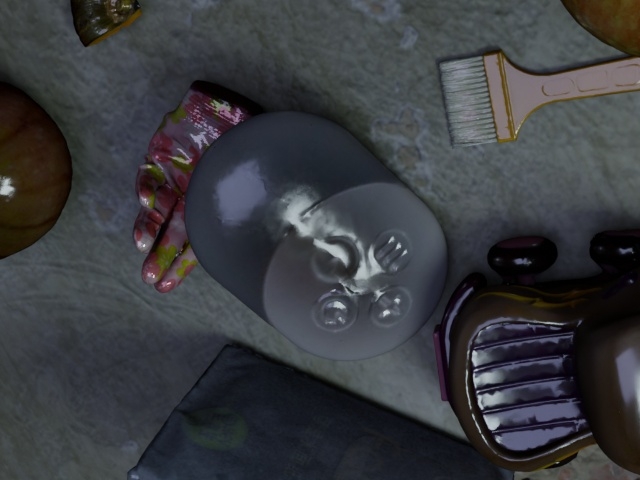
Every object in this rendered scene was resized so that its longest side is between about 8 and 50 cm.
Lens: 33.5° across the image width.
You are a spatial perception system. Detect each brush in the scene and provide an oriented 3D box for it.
[{"bbox_3d":[0.268,-0.169,1.156,0.272,0.013,0.103,-8,103,17],"label":"brush"}]

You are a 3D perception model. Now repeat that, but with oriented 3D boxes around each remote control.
[{"bbox_3d":[0.000,0.000,1.190,0.332,0.103,0.221,41,94,-20],"label":"remote control"}]

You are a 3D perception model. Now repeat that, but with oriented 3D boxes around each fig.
[{"bbox_3d":[-0.422,-0.084,1.277,0.235,0.214,0.235,21,126,32],"label":"fig"}]

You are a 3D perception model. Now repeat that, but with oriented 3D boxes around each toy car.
[{"bbox_3d":[0.284,0.140,1.116,0.341,0.240,0.271,-7,101,14],"label":"toy car"}]

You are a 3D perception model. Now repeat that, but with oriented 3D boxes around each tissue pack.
[{"bbox_3d":[0.006,0.296,1.213,0.394,0.288,0.124,23,120,9],"label":"tissue pack"}]

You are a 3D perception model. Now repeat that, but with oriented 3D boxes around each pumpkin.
[{"bbox_3d":[-0.250,-0.282,1.259,0.101,0.035,0.073,-26,86,24],"label":"pumpkin"}]

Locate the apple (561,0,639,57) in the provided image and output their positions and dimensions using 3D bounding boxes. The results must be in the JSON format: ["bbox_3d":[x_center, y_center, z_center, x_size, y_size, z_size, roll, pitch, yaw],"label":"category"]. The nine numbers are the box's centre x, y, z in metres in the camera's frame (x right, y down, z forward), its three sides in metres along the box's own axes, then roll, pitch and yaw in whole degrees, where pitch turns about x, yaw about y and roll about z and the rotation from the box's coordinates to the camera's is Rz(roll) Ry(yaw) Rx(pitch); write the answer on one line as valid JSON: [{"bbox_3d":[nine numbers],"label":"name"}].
[{"bbox_3d":[0.341,-0.319,0.983,0.277,0.250,0.309,38,91,19],"label":"apple"}]

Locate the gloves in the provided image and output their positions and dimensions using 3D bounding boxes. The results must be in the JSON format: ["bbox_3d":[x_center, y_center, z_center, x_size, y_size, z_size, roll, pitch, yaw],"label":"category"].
[{"bbox_3d":[-0.146,-0.055,1.248,0.145,0.126,0.241,18,108,-20],"label":"gloves"}]
